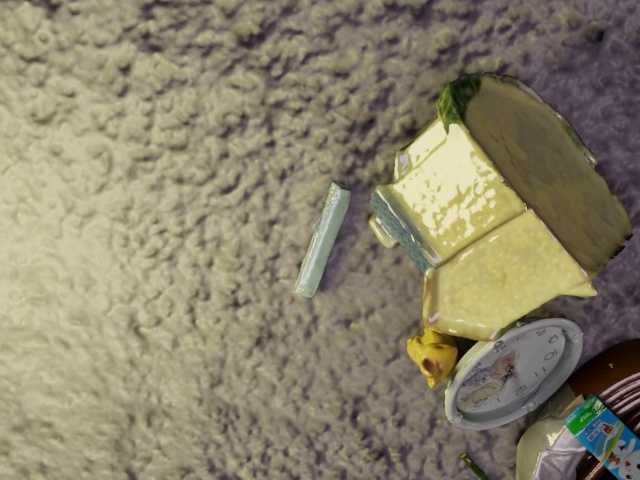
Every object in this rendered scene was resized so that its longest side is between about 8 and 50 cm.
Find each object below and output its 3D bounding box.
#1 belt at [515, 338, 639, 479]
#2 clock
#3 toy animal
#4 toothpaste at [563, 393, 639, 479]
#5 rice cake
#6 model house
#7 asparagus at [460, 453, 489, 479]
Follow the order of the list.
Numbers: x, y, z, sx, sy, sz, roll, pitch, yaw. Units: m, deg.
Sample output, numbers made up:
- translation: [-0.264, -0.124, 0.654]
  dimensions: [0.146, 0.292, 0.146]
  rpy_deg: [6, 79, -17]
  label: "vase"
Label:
- translation: [0.444, 0.305, 1.377]
  dimensions: [0.217, 0.122, 0.339]
  rpy_deg: [41, 102, -10]
  label: "belt"
- translation: [0.279, 0.188, 1.346]
  dimensions: [0.236, 0.053, 0.236]
  rpy_deg: [-18, 138, -17]
  label: "clock"
- translation: [0.172, 0.177, 1.329]
  dimensions: [0.083, 0.159, 0.070]
  rpy_deg: [44, 99, -3]
  label: "toy animal"
- translation: [0.461, 0.329, 1.299]
  dimensions: [0.266, 0.050, 0.065]
  rpy_deg: [43, 97, -13]
  label: "toothpaste"
- translation: [0.000, 0.000, 1.352]
  dimensions: [0.042, 0.030, 0.180]
  rpy_deg: [16, 104, -17]
  label: "rice cake"
- translation: [0.230, -0.033, 1.263]
  dimensions: [0.321, 0.261, 0.266]
  rpy_deg: [52, 126, 6]
  label: "model house"
- translation: [0.283, 0.400, 1.458]
  dimensions: [0.163, 0.016, 0.016]
  rpy_deg: [44, 82, -8]
  label: "asparagus"
